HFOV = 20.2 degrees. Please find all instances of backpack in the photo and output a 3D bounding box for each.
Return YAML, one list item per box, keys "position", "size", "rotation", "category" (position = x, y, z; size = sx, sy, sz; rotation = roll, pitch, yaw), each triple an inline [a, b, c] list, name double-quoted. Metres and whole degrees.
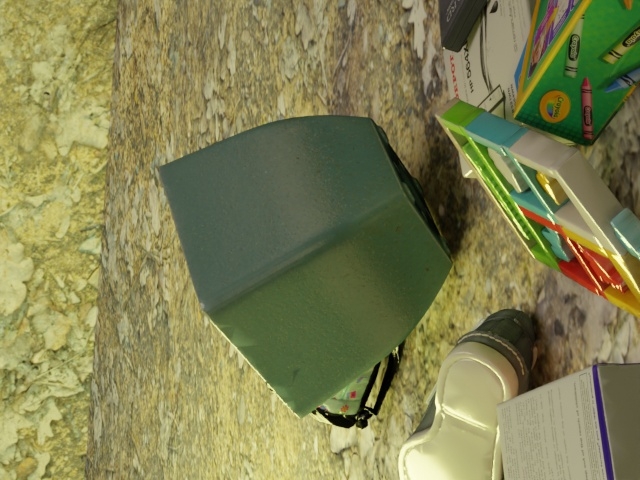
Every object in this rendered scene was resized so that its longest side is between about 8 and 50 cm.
- position: [0.028, 0.129, 2.237]
  size: [0.152, 0.115, 0.182]
  rotation: [-107, 27, -42]
  category: "backpack"

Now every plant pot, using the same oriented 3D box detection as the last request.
- position: [0.000, 0.000, 2.055]
  size: [0.247, 0.252, 0.248]
  rotation: [51, -168, -45]
  category: "plant pot"

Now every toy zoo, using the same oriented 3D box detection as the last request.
- position: [0.221, -0.024, 1.617]
  size: [0.192, 0.030, 0.293]
  rotation: [53, 172, -26]
  category: "toy zoo"

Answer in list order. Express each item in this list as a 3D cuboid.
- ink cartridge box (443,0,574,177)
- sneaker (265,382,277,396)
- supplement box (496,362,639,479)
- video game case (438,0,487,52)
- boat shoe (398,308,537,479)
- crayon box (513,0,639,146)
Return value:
- position: [0.202, -0.161, 1.756]
  size: [0.203, 0.086, 0.148]
  rotation: [134, 132, -63]
  category: "ink cartridge box"
- position: [-0.025, 0.047, 2.416]
  size: [0.146, 0.122, 0.331]
  rotation: [-95, 7, -77]
  category: "sneaker"
- position: [0.253, 0.180, 1.599]
  size: [0.220, 0.111, 0.114]
  rotation: [140, 126, -66]
  category: "supplement box"
- position: [0.162, -0.349, 1.812]
  size: [0.274, 0.026, 0.196]
  rotation: [-91, 21, -45]
  category: "video game case"
- position: [0.166, 0.191, 1.925]
  size: [0.099, 0.116, 0.319]
  rotation: [-52, -16, -37]
  category: "boat shoe"
- position: [0.258, -0.227, 1.512]
  size: [0.278, 0.081, 0.165]
  rotation: [119, 169, -56]
  category: "crayon box"
